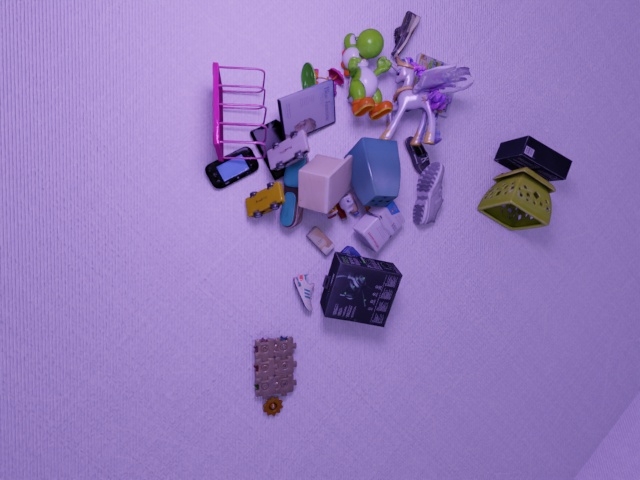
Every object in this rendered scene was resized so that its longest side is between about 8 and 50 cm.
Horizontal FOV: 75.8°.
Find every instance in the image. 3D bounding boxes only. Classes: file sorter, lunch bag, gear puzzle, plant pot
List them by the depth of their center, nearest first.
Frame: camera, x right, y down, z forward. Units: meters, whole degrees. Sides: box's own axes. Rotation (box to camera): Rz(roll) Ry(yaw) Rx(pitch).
[{"bbox_3d":[-0.289,-0.455,1.494,0.183,0.202,0.289,-1,84,-9],"label":"file sorter"},{"bbox_3d":[0.217,-0.261,1.641,0.166,0.166,0.233,0,72,-25],"label":"plant pot"},{"bbox_3d":[-0.187,0.556,1.688,0.176,0.044,0.337,-2,96,-17],"label":"gear puzzle"},{"bbox_3d":[0.129,0.067,1.733,0.067,0.065,0.098,-46,103,-9],"label":"lunch bag"},{"bbox_3d":[0.891,-0.192,1.853,0.229,0.227,0.206,27,79,-14],"label":"plant pot"}]

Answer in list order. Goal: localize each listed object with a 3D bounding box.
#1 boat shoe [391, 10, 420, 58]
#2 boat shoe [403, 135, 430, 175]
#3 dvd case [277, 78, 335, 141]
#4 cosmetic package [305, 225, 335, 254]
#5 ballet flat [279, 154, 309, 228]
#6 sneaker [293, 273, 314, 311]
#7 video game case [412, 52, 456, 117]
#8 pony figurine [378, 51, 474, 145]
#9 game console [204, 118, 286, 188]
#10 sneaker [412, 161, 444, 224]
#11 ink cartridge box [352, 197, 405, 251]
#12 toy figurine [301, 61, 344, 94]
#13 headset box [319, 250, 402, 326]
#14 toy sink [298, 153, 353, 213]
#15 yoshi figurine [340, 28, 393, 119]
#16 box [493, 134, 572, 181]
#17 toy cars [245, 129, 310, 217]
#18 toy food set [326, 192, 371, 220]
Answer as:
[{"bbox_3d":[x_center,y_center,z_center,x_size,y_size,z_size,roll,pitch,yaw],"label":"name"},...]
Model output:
[{"bbox_3d":[0.346,-0.875,1.744,0.074,0.080,0.223,31,79,-9],"label":"boat shoe"},{"bbox_3d":[0.436,-0.362,1.795,0.075,0.065,0.206,-36,102,-14],"label":"boat shoe"},{"bbox_3d":[-0.047,-0.504,1.604,0.253,0.022,0.180,-30,138,-23],"label":"dvd case"},{"bbox_3d":[0.000,0.000,1.707,0.115,0.041,0.060,44,82,-13],"label":"cosmetic package"},{"bbox_3d":[-0.093,-0.204,1.636,0.108,0.106,0.315,21,103,27],"label":"ballet flat"},{"bbox_3d":[-0.051,0.214,1.695,0.076,0.057,0.161,-24,96,-7],"label":"sneaker"},{"bbox_3d":[0.497,-0.684,1.818,0.207,0.026,0.226,14,90,-16],"label":"video game case"},{"bbox_3d":[0.416,-0.570,1.655,0.352,0.303,0.362,10,97,20],"label":"pony figurine"},{"bbox_3d":[-0.268,-0.310,1.619,0.362,0.044,0.213,-30,100,-11],"label":"game console"},{"bbox_3d":[0.488,-0.206,1.804,0.116,0.105,0.280,3,110,-31],"label":"sneaker"},{"bbox_3d":[0.247,-0.068,1.725,0.190,0.082,0.139,-46,131,-7],"label":"ink cartridge box"},{"bbox_3d":[0.020,-0.628,1.658,0.160,0.130,0.172,-13,118,-24],"label":"toy figurine"},{"bbox_3d":[0.150,0.198,1.674,0.284,0.131,0.246,11,107,-12],"label":"headset box"},{"bbox_3d":[0.018,-0.232,1.567,0.131,0.234,0.152,17,128,19],"label":"toy sink"},{"bbox_3d":[0.189,-0.677,1.616,0.203,0.203,0.361,-13,79,4],"label":"yoshi figurine"},{"bbox_3d":[0.968,-0.365,1.879,0.262,0.184,0.103,24,84,-15],"label":"box"},{"bbox_3d":[-0.152,-0.241,1.563,0.087,0.177,0.393,7,116,-53],"label":"toy cars"},{"bbox_3d":[0.105,-0.128,1.685,0.232,0.111,0.104,-34,103,-43],"label":"toy food set"}]
